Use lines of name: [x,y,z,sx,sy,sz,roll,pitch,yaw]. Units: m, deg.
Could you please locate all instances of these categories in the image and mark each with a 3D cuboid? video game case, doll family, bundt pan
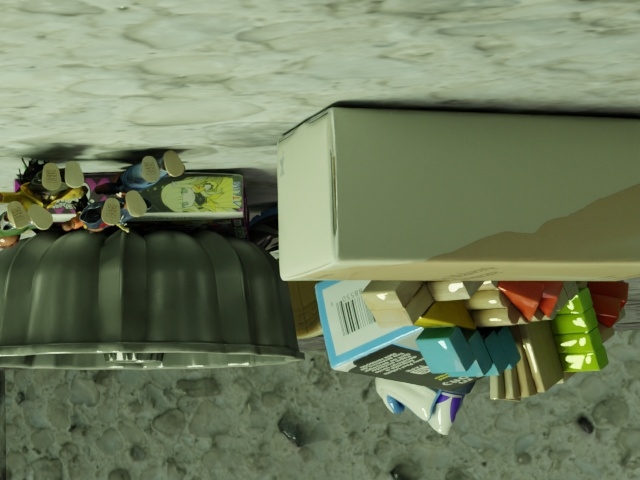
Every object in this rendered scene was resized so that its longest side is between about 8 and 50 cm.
video game case: [-0.175,-0.027,1.674,0.210,0.041,0.232,0,173,-2]
doll family: [-0.203,-0.036,1.483,0.193,0.076,0.111,-2,169,-23]
bundt pan: [-0.180,0.058,1.685,0.331,0.124,0.331,0,172,0]

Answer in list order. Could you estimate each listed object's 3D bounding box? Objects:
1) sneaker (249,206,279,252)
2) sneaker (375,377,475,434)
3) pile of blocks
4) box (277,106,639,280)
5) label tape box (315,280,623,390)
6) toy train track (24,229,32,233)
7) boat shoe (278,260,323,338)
sneaker: [0.000,0.000,1.790,0.188,0.078,0.067,-4,172,22]
sneaker: [0.202,0.134,2.272,0.323,0.236,0.130,-7,171,38]
pile of blocks: [0.199,0.079,1.674,0.113,0.149,0.362,-7,171,43]
box: [0.131,-0.033,1.397,0.311,0.121,0.148,0,173,-18]
label tape box: [0.201,0.078,1.967,0.249,0.115,0.348,-27,152,33]
toy train track: [-0.349,-0.012,1.865,0.083,0.014,0.048,-3,168,-39]
boat shoe: [0.034,0.065,2.221,0.098,0.109,0.302,6,164,-42]
